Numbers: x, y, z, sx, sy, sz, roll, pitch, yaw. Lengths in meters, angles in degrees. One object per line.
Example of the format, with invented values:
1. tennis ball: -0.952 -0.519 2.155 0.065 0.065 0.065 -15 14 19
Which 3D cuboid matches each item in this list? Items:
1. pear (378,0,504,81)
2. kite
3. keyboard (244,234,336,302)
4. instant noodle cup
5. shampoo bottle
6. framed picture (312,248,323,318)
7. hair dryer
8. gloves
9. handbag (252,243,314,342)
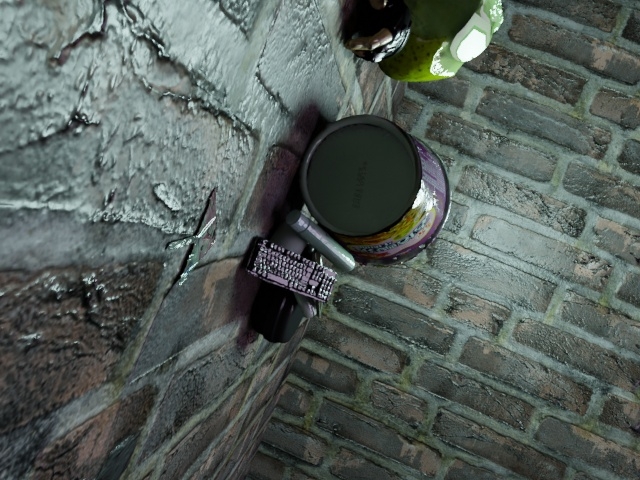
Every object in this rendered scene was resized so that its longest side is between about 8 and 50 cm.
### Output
1. pear: 0.224 -0.493 1.260 0.282 0.286 0.176 -45 157 10
2. kite: -0.155 -0.005 0.715 0.152 0.005 0.137 21 89 -83
3. keyboard: -0.048 0.061 1.094 0.231 0.023 0.072 27 76 -44
4. instant noodle cup: 0.109 -0.110 1.234 0.340 0.340 0.266 -68 165 2
5. shampoo bottle: 0.000 0.000 1.148 0.041 0.069 0.191 -46 134 3
6. framed picture: -0.005 0.079 1.249 0.183 0.011 0.142 -72 159 -80
7. hair dryer: -0.059 0.086 1.193 0.131 0.073 0.236 -60 145 -42
8. gloves: 0.112 -0.403 1.092 0.164 0.124 0.203 91 5 -46
9. handbag: -0.079 0.128 1.399 0.308 0.093 0.253 78 34 -78
